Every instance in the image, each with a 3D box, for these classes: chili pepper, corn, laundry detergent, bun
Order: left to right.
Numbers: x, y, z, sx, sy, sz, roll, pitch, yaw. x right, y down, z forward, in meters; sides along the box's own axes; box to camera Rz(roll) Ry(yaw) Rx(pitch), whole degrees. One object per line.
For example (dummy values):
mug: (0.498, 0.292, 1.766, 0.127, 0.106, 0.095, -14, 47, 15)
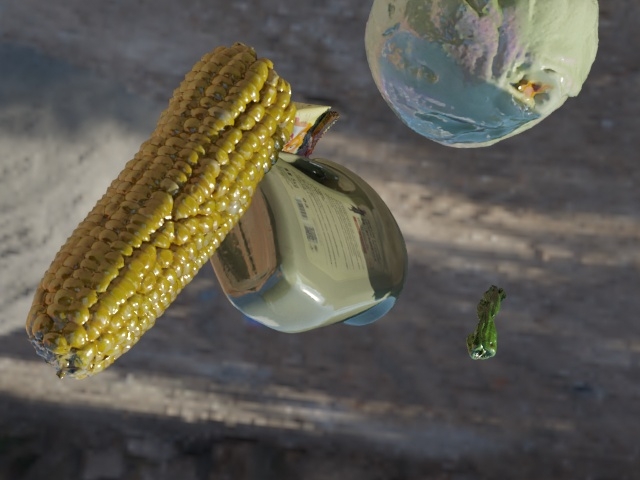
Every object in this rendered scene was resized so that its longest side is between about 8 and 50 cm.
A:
corn: (-0.119, -0.021, 1.201, 0.102, 0.313, 0.102, 27, 154, 14)
laundry detergent: (0.000, 0.000, 1.476, 0.091, 0.181, 0.253, -31, 158, 29)
chili pepper: (0.153, 0.073, 1.462, 0.030, 0.091, 0.034, -16, 126, 31)
bun: (0.205, -0.226, 1.848, 0.293, 0.293, 0.187, 12, -158, -25)

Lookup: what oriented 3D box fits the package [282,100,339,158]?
package: (-0.057, -0.109, 1.597, 0.121, 0.031, 0.108, 12, 139, -24)
